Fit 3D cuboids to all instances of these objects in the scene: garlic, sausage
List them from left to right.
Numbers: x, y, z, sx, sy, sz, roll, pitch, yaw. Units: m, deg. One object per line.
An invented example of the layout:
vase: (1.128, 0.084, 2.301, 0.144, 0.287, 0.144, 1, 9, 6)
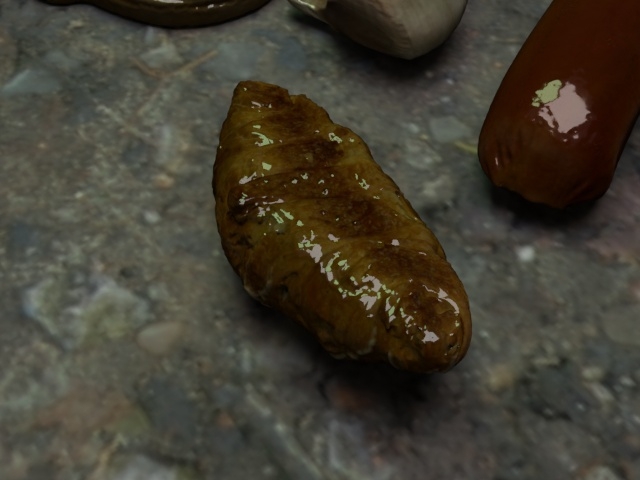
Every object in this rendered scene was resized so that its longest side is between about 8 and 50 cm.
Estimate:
garlic: (0.051, -0.200, 0.690, 0.124, 0.099, 0.174, 25, 53, 1)
sausage: (0.190, -0.137, 0.644, 0.089, 0.083, 0.300, 30, 57, 7)

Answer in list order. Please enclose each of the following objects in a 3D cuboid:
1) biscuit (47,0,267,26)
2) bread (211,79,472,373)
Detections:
biscuit: (-0.120, -0.236, 0.745, 0.208, 0.049, 0.181, 17, 54, 14)
bread: (0.000, 0.000, 0.536, 0.105, 0.076, 0.233, -13, 44, -26)
